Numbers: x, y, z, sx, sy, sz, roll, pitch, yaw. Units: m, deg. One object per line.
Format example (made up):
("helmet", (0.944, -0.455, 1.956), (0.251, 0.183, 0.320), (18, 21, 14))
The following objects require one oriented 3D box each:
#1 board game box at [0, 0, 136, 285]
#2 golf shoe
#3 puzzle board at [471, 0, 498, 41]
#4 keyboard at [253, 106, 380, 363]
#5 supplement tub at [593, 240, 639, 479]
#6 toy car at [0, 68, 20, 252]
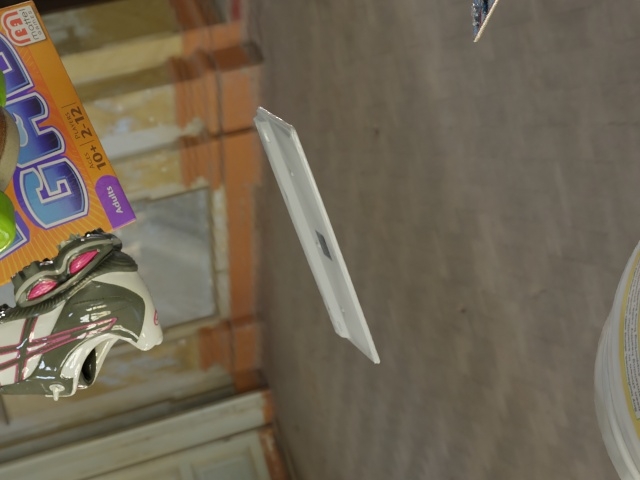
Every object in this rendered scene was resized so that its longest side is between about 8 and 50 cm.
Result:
("board game box", (-0.566, -0.085, 1.617), (0.356, 0.356, 0.356), (-18, 99, 44))
("golf shoe", (-0.269, 0.103, 0.979), (0.120, 0.272, 0.105), (57, -166, -2))
("puzzle board", (0.184, -0.301, 1.237), (0.096, 0.011, 0.128), (109, 165, -68))
("keyboard", (0.000, 0.000, 0.989), (0.072, 0.014, 0.256), (30, 147, 52))
("supplement tub", (0.273, 0.041, 0.498), (0.331, 0.241, 0.241), (105, 147, -71))
("toy car", (-0.315, -0.065, 0.746), (0.188, 0.149, 0.155), (28, -143, -44))
